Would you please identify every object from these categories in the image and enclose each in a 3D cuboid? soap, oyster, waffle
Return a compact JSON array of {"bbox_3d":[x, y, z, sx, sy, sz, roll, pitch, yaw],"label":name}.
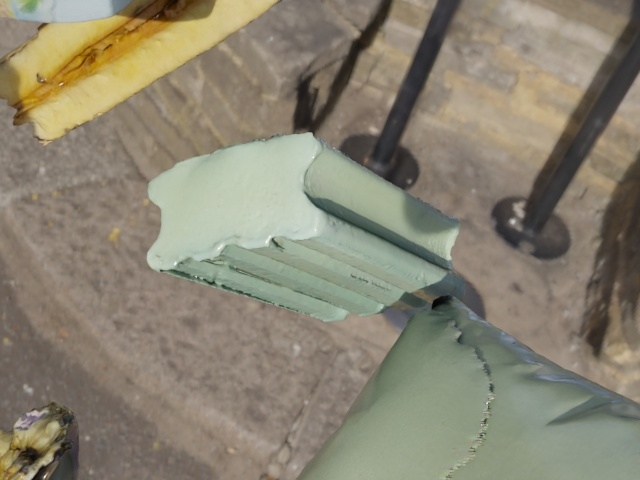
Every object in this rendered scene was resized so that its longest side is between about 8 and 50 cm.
[{"bbox_3d":[0.000,0.000,0.607,0.198,0.115,0.063,25,59,-58],"label":"soap"},{"bbox_3d":[-0.233,0.205,0.773,0.081,0.191,0.163,9,34,-5],"label":"oyster"},{"bbox_3d":[-0.141,-0.245,0.983,0.114,0.376,0.261,56,40,-16],"label":"waffle"}]

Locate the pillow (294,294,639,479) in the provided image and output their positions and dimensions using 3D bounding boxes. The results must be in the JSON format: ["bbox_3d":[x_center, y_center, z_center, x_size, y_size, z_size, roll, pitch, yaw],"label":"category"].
[{"bbox_3d":[0.054,0.178,0.431,0.310,0.119,0.312,-53,32,-10],"label":"pillow"}]

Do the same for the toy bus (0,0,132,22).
[{"bbox_3d":[-0.175,-0.283,0.545,0.136,0.329,0.109,16,45,19],"label":"toy bus"}]
